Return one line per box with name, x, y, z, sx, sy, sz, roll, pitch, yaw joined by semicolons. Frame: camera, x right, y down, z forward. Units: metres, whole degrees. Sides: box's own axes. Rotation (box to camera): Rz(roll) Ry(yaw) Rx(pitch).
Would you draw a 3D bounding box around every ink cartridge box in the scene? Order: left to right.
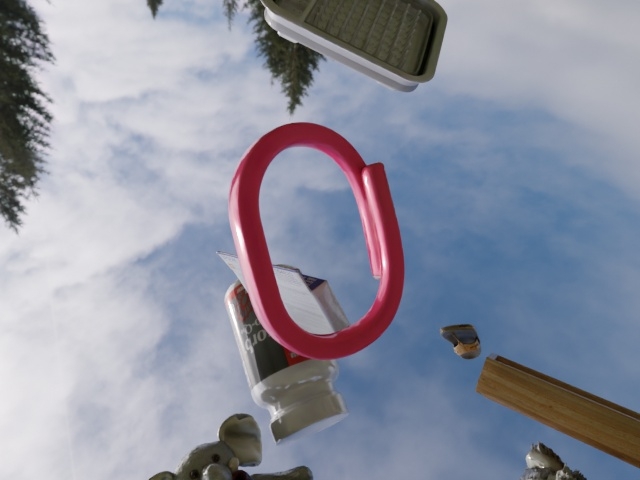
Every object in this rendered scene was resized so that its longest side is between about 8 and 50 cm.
ink cartridge box;-0.060;0.099;0.784;0.223;0.224;0.045;10;-130;41

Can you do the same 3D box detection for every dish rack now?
dish rack;0.067;-0.416;0.804;0.332;0.072;0.286;24;-124;-6

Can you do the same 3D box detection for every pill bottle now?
pill bottle;-0.079;0.256;0.992;0.210;0.210;0.363;-12;-121;-23

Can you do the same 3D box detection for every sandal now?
sandal;0.317;0.231;0.939;0.072;0.180;0.049;-20;-134;20

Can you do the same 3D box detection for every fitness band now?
fitness band;0.000;0.000;0.529;0.208;0.291;0.054;-17;-173;-26

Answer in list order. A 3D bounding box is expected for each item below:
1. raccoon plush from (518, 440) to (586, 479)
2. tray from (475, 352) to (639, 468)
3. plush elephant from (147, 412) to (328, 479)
raccoon plush;0.512;0.492;0.641;0.445;0.216;0.299;16;-168;2
tray;0.500;0.324;0.765;0.410;0.202;0.076;19;-93;27
plush elephant;-0.164;0.476;0.783;0.272;0.330;0.256;-42;-84;-34
